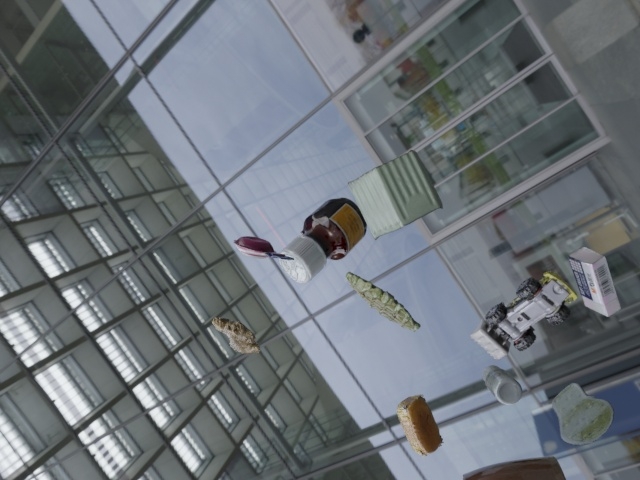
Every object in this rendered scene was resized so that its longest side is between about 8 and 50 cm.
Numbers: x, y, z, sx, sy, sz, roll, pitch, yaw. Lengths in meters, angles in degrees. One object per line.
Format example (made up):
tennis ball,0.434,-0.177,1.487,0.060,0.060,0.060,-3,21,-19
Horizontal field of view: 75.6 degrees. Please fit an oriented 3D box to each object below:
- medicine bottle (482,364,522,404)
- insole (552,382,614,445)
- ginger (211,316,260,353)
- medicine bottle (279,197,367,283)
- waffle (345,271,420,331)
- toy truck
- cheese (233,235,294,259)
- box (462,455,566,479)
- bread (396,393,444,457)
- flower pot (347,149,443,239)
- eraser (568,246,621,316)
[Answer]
medicine bottle,0.545,0.432,1.248,0.080,0.080,0.130,56,-176,-1
insole,0.509,0.337,0.818,0.007,0.109,0.322,47,-168,19
ginger,-0.316,0.360,1.588,0.213,0.137,0.074,62,-151,-29
medicine bottle,0.000,0.000,1.733,0.395,0.242,0.243,-39,-84,-33
waffle,0.236,0.238,1.581,0.292,0.056,0.309,47,166,-32
toy truck,0.548,0.202,1.123,0.136,0.286,0.111,42,-147,7
cheese,-0.198,0.033,1.401,0.244,0.062,0.155,18,-174,34
box,0.439,0.637,0.895,0.301,0.216,0.301,-10,-90,-73
bread,0.448,0.831,1.856,0.136,0.107,0.241,-21,-92,-27
flower pot,0.220,-0.136,1.212,0.190,0.239,0.209,62,171,-2
eraser,1.168,0.178,1.758,0.287,0.086,0.130,61,179,-18
